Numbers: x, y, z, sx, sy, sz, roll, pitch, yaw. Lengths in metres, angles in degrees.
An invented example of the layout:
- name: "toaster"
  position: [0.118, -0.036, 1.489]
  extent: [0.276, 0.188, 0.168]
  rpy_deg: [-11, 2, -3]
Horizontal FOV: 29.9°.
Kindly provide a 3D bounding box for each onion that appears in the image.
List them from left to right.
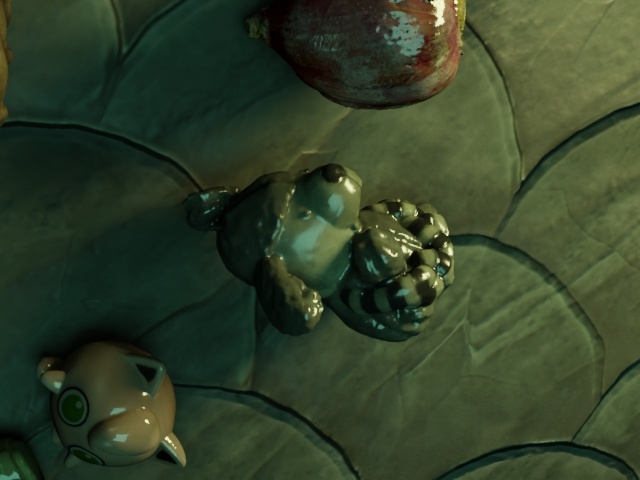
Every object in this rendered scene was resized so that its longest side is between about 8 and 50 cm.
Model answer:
- name: "onion"
  position: [0.027, -0.184, 1.028]
  extent: [0.194, 0.159, 0.160]
  rpy_deg: [-4, 119, 11]

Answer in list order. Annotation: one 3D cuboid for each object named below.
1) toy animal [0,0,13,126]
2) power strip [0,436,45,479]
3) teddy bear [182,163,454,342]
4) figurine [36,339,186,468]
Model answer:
- name: "toy animal"
  position: [-0.253, -0.193, 0.913]
  extent: [0.093, 0.214, 0.186]
  rpy_deg: [6, 143, -14]
- name: "power strip"
  position: [-0.286, 0.331, 1.199]
  extent: [0.092, 0.066, 0.388]
  rpy_deg: [-19, 122, -9]
- name: "teddy bear"
  position: [0.014, 0.012, 1.086]
  extent: [0.251, 0.171, 0.144]
  rpy_deg: [15, 130, -34]
- name: "figurine"
  position: [-0.193, 0.154, 1.109]
  extent: [0.125, 0.138, 0.125]
  rpy_deg: [-31, 125, -59]
